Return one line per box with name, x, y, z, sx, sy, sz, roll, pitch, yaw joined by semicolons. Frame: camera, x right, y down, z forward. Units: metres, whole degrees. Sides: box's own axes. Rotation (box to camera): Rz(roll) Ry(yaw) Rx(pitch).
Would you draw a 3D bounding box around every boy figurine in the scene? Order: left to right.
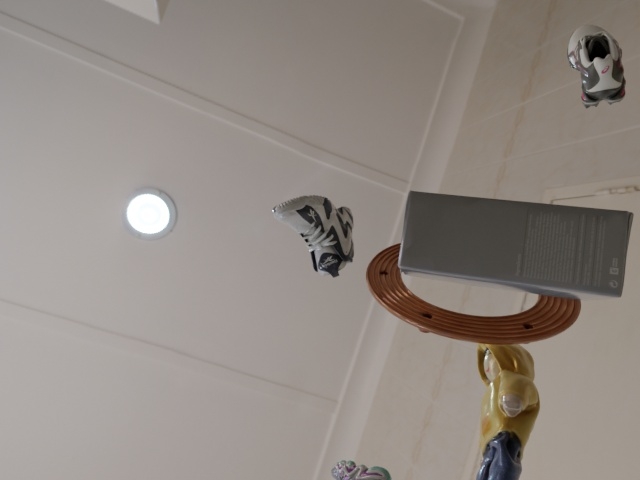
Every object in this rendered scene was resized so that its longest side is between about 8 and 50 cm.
boy figurine;0.251;0.250;0.664;0.092;0.177;0.285;11;-132;16

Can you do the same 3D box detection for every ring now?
ring;0.244;0.076;0.792;0.337;0.336;0.032;-7;-63;-15

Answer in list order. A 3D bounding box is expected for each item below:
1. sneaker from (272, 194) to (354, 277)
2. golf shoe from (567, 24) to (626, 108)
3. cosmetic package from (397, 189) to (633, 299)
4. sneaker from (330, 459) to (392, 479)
sneaker;0.000;0.000;0.980;0.094;0.235;0.152;-19;-106;26
golf shoe;0.609;-0.415;1.041;0.120;0.105;0.272;56;-147;-43
cosmetic package;0.220;0.009;0.579;0.238;0.127;0.107;10;-95;12
sneaker;0.044;0.343;0.653;0.038;0.098;0.069;60;-140;-17
